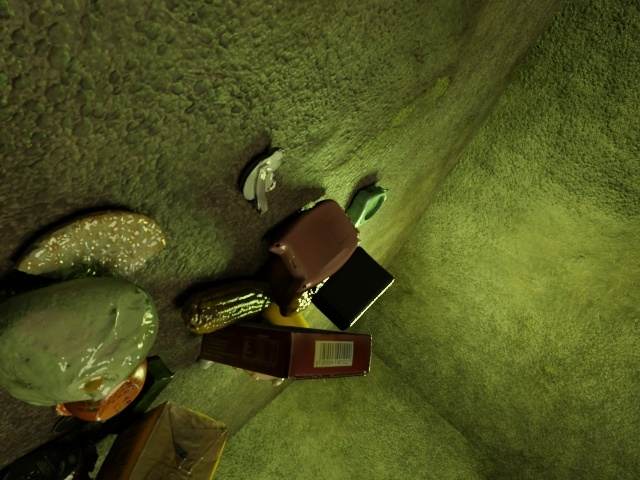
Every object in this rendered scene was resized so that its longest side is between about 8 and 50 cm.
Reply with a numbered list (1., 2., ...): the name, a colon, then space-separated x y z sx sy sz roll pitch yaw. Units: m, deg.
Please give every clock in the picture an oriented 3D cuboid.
1. clock: -0.623 0.448 1.074 0.083 0.010 0.074 -47 162 -9
2. clock: 0.192 -0.146 1.695 0.211 0.066 0.159 -29 154 -47

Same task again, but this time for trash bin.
1. trash bin: 0.101 0.157 1.405 0.225 0.165 0.115 -43 173 -30

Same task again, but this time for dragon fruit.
1. dragon fruit: -0.679 0.650 1.174 0.150 0.133 0.207 -18 -138 44

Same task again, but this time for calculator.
1. calculator: 0.000 0.000 1.327 0.048 0.220 0.330 -23 -167 50

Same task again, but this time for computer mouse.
1. computer mouse: -0.674 0.564 1.039 0.192 0.106 0.062 -23 154 -52

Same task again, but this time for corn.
1. corn: -0.255 0.178 1.225 0.120 0.120 0.363 -55 163 16

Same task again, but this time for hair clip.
1. hair clip: -0.135 -0.134 0.991 0.116 0.049 0.172 -41 158 -37

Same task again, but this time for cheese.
1. cheese: -0.482 0.332 0.983 0.217 0.129 0.329 -36 159 -34

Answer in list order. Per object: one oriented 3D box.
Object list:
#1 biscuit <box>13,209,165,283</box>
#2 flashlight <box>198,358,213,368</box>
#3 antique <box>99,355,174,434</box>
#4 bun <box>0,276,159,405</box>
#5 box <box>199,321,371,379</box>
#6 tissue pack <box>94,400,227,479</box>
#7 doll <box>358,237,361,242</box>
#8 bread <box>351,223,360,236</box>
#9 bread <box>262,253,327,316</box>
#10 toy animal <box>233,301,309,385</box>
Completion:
1. biscuit: -0.381 0.024 0.744 0.188 0.040 0.265 -56 160 19
2. flashlight: -0.344 0.372 1.517 0.200 0.047 0.093 -39 167 -22
3. antique: -0.512 0.427 1.184 0.221 0.081 0.080 -50 161 6
4. bun: -0.402 0.190 0.724 0.283 0.179 0.283 -23 158 -10
5. box: -0.104 0.319 1.293 0.344 0.385 0.122 16 76 -46
6. tissue pack: -0.461 0.640 1.198 0.382 0.228 0.293 -38 -155 44
7. doll: 0.082 0.068 1.767 0.211 0.093 0.262 -54 -171 -11
8. bread: 0.051 0.014 1.603 0.200 0.116 0.077 -59 166 26
9. bread: -0.061 0.109 1.463 0.312 0.172 0.312 -48 163 -20
10. toy animal: -0.177 0.432 1.669 0.247 0.277 0.345 -44 -170 44
